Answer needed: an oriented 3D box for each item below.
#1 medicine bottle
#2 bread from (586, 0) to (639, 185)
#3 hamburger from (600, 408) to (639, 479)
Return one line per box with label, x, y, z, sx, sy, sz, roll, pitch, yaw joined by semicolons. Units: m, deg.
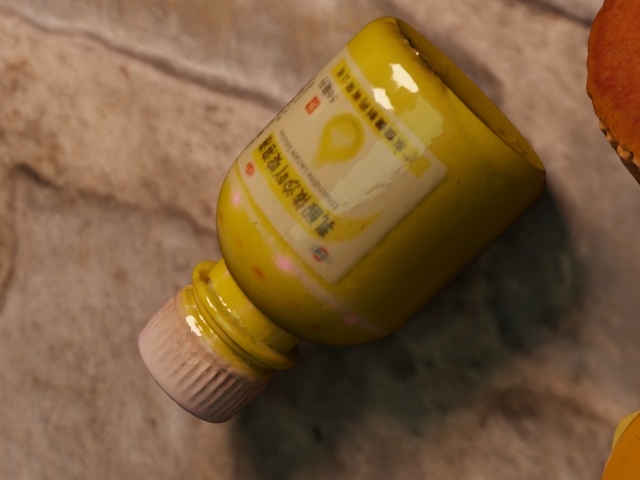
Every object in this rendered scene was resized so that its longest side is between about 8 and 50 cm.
medicine bottle;0.000;0.000;0.689;0.212;0.122;0.122;-44;74;14
bread;0.213;-0.084;0.575;0.199;0.104;0.199;-24;45;27
hamburger;0.200;0.128;0.608;0.162;0.115;0.162;0;90;21
